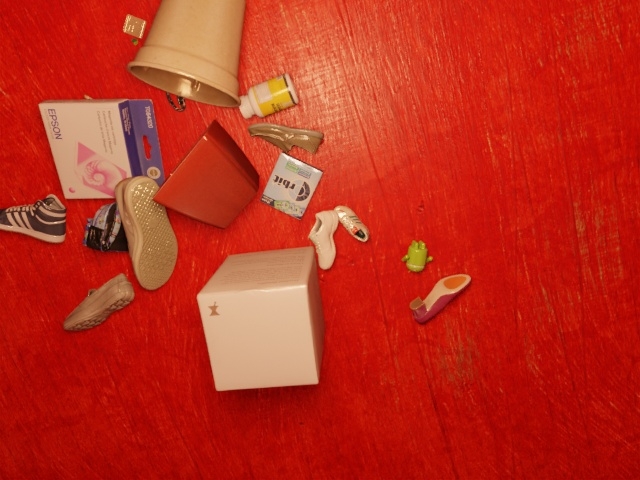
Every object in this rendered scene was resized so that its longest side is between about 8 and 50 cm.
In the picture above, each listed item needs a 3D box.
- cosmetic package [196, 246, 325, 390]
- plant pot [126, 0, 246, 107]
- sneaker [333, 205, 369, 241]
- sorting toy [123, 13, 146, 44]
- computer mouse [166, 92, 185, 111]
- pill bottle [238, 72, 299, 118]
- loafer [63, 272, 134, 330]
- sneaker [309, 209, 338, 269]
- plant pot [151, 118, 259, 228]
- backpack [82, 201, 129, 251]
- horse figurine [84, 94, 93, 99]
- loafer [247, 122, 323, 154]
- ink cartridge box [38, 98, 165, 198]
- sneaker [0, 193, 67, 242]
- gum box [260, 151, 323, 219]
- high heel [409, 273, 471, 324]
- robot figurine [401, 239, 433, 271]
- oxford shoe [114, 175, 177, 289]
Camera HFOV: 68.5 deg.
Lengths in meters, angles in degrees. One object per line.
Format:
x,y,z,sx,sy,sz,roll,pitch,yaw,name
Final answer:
-0.170,0.239,1.553,0.330,0.393,0.327,-5,105,5,cosmetic package
-0.364,-0.597,1.387,0.334,0.334,0.305,14,93,-1,plant pot
0.110,-0.057,1.621,0.057,0.075,0.161,-43,100,13,sneaker
-0.602,-0.676,1.517,0.062,0.012,0.083,19,102,-8,sorting toy
-0.484,-0.546,1.539,0.071,0.041,0.241,-10,111,-16,computer mouse
-0.168,-0.457,1.509,0.184,0.103,0.103,-19,104,8,pill bottle
-0.825,0.234,1.744,0.320,0.112,0.111,-30,66,11,loafer
0.000,0.000,1.623,0.094,0.080,0.212,-6,107,-37,sneaker
-0.343,-0.197,1.525,0.236,0.267,0.267,38,104,-20,plant pot
-0.725,-0.052,1.628,0.117,0.158,0.173,11,93,18,backpack
-0.758,-0.358,1.585,0.175,0.066,0.263,30,105,-5,horse figurine
-0.118,-0.333,1.546,0.251,0.094,0.087,8,102,0,loafer
-0.701,-0.295,1.543,0.331,0.071,0.323,-2,120,-3,ink cartridge box
-1.033,-0.103,1.651,0.283,0.099,0.153,18,111,-9,sneaker
-0.099,-0.187,1.613,0.157,0.041,0.184,26,106,-5,gum box
0.441,0.216,1.695,0.244,0.082,0.117,-34,130,-1,high heel
0.337,0.059,1.647,0.101,0.067,0.115,3,106,-11,robot figurine
-0.601,-0.028,1.619,0.130,0.169,0.449,26,131,32,oxford shoe
